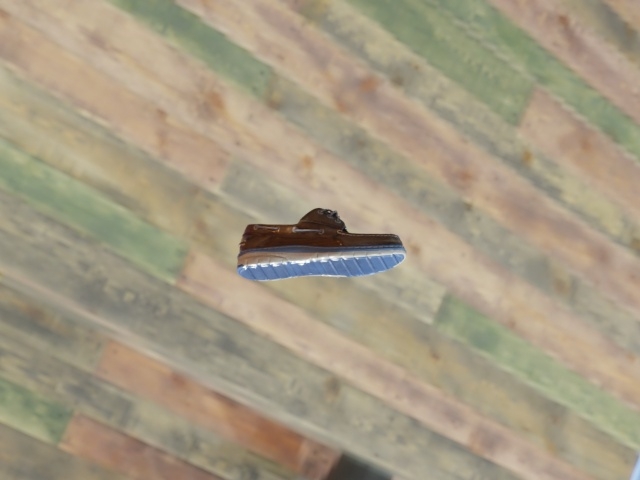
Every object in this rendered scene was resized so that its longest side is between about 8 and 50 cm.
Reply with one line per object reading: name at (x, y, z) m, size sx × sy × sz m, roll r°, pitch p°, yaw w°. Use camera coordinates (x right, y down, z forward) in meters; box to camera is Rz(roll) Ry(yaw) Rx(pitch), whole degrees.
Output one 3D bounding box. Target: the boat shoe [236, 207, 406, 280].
boat shoe at (0.000, 0.000, 1.511) m, size 0.183 × 0.066 × 0.066 m, roll -3°, pitch 158°, yaw 7°
